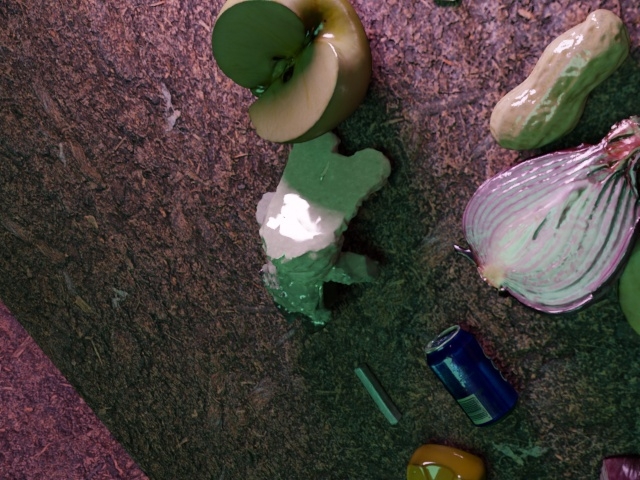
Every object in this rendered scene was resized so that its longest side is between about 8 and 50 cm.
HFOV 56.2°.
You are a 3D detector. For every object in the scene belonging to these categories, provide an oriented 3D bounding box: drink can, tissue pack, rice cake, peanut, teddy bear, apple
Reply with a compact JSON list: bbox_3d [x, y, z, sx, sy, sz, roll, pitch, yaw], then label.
[{"bbox_3d":[0.316,0.286,1.267,0.118,0.118,0.205,-37,89,41],"label":"drink can"},{"bbox_3d":[0.302,0.553,1.411,0.178,0.127,0.123,4,108,33],"label":"tissue pack"},{"bbox_3d":[0.143,0.381,1.492,0.029,0.033,0.170,-36,89,37],"label":"rice cake"},{"bbox_3d":[0.383,-0.242,0.959,0.123,0.123,0.256,46,127,7],"label":"peanut"},{"bbox_3d":[0.000,0.000,1.359,0.327,0.375,0.362,27,167,21],"label":"teddy bear"},{"bbox_3d":[-0.042,-0.344,1.128,0.295,0.233,0.258,52,147,-3],"label":"apple"}]

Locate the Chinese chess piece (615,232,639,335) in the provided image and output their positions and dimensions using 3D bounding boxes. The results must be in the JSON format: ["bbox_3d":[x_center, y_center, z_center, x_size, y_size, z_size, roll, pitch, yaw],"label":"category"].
[{"bbox_3d":[0.613,0.074,0.963,0.251,0.097,0.250,17,122,29],"label":"Chinese chess piece"}]

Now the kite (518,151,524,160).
[{"bbox_3d":[0.369,-0.136,1.091,0.078,0.002,0.044,44,130,7],"label":"kite"}]

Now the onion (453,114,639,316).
[{"bbox_3d":[0.421,-0.044,1.006,0.348,0.159,0.267,-47,68,24],"label":"onion"}]

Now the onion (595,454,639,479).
[{"bbox_3d":[0.662,0.558,1.167,0.247,0.111,0.250,2,112,36],"label":"onion"}]
